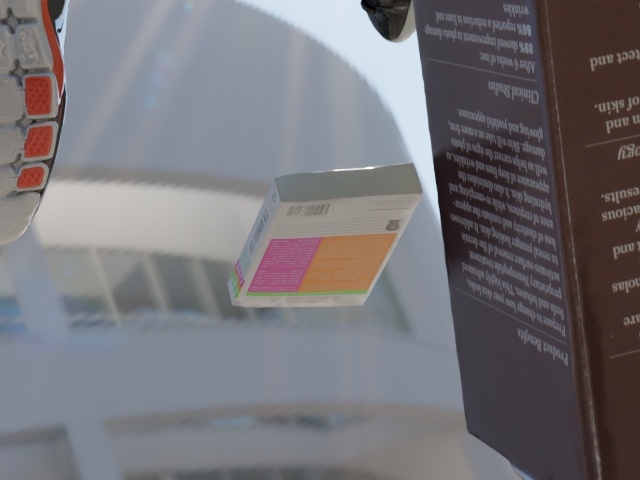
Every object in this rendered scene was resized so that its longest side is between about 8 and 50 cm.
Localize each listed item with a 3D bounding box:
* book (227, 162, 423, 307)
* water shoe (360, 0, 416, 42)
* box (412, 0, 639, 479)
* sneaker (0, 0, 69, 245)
[{"bbox_3d":[0.000,0.000,1.199,0.096,0.035,0.144,-5,-27,-20],"label":"book"},{"bbox_3d":[0.029,-0.238,1.453,0.080,0.073,0.203,-32,-45,-24],"label":"water shoe"},{"bbox_3d":[0.154,-0.056,1.026,0.143,0.381,0.191,-10,13,-16],"label":"box"},{"bbox_3d":[-0.120,-0.076,0.730,0.061,0.158,0.065,8,8,14],"label":"sneaker"}]
